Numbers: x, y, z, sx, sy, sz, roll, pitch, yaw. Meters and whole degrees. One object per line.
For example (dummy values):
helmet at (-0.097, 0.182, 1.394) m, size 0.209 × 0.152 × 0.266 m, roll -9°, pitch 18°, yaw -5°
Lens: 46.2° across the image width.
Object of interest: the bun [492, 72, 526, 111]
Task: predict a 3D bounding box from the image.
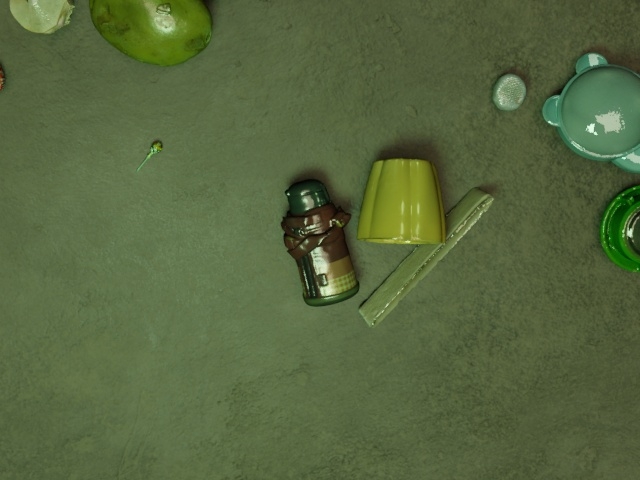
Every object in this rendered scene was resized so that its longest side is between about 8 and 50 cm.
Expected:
bun at (0.418, -0.328, 1.666) m, size 0.083 × 0.045 × 0.083 m, roll -1°, pitch 98°, yaw -6°

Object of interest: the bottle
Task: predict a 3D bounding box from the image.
bottle at (0.000, 0.000, 1.639) m, size 0.156 × 0.143 × 0.271 m, roll -14°, pitch 100°, yaw -3°

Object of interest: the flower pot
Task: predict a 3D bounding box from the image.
flower pot at (0.180, -0.082, 1.629) m, size 0.195 × 0.195 × 0.179 m, roll 4°, pitch 87°, yaw -6°

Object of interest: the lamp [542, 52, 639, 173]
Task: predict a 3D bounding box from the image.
lamp at (0.646, -0.263, 1.648) m, size 0.284 × 0.147 × 0.209 m, roll 39°, pitch 92°, yaw -12°

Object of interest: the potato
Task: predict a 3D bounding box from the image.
potato at (-0.344, -0.451, 1.514) m, size 0.253 × 0.148 × 0.186 m, roll 12°, pitch 101°, yaw 1°

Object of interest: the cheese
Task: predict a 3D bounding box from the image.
cheese at (0.237, 0.038, 1.698) m, size 0.034 × 0.085 × 0.400 m, roll 40°, pitch 94°, yaw -29°

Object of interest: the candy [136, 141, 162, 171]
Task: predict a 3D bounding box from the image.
candy at (-0.374, -0.181, 1.633) m, size 0.083 × 0.025 × 0.023 m, roll -47°, pitch 135°, yaw 16°

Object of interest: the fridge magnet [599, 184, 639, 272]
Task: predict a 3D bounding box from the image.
fridge magnet at (0.749, -0.026, 1.732) m, size 0.208 × 0.088 × 0.208 m, roll -1°, pitch 101°, yaw -5°

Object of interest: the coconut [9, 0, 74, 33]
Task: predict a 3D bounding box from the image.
coconut at (-0.559, -0.474, 1.504) m, size 0.116 × 0.122 × 0.116 m, roll -1°, pitch 100°, yaw -4°

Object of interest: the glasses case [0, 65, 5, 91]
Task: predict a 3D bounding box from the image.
glasses case at (-0.750, -0.320, 1.552) m, size 0.195 × 0.049 × 0.073 m, roll -11°, pitch 103°, yaw -3°
